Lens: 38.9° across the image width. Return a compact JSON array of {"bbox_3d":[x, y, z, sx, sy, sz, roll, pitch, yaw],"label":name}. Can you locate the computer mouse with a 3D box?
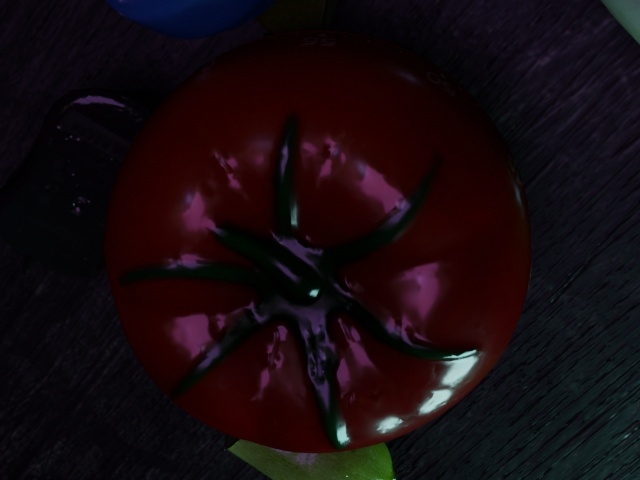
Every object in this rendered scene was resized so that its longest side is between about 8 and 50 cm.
[{"bbox_3d":[-0.254,-0.062,0.974,0.147,0.088,0.264,35,115,-19],"label":"computer mouse"}]

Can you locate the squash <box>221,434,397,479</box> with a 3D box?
[{"bbox_3d":[0.000,0.227,1.010,0.186,0.123,0.123,32,115,-5],"label":"squash"}]

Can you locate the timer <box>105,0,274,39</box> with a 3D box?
[{"bbox_3d":[-0.085,-0.343,0.728,0.309,0.115,0.340,46,109,36],"label":"timer"}]

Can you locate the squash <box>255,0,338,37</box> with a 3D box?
[{"bbox_3d":[0.031,-0.317,0.788,0.288,0.111,0.203,-31,103,24],"label":"squash"}]

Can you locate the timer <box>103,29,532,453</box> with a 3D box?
[{"bbox_3d":[0.000,0.000,0.831,0.378,0.279,0.378,3,111,9],"label":"timer"}]

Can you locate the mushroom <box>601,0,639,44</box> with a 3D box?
[{"bbox_3d":[0.236,-0.299,0.731,0.407,0.154,0.137,50,158,-5],"label":"mushroom"}]
